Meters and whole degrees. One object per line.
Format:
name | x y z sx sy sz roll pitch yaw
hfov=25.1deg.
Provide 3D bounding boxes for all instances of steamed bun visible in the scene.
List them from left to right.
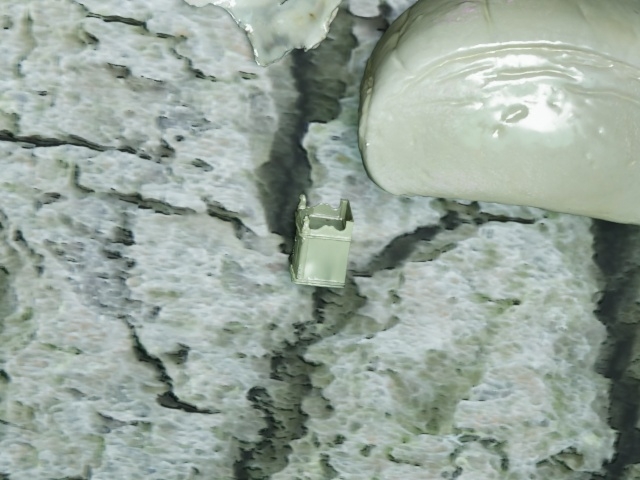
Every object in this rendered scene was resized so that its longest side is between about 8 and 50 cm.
steamed bun | 0.234 -0.162 1.495 0.383 0.247 0.236 6 119 -2

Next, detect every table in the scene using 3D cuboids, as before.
table | 0.000 0.000 1.654 0.062 0.079 0.083 6 112 -7

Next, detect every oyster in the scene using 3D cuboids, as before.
oyster | -0.048 -0.333 1.492 0.271 0.100 0.275 -25 126 11
